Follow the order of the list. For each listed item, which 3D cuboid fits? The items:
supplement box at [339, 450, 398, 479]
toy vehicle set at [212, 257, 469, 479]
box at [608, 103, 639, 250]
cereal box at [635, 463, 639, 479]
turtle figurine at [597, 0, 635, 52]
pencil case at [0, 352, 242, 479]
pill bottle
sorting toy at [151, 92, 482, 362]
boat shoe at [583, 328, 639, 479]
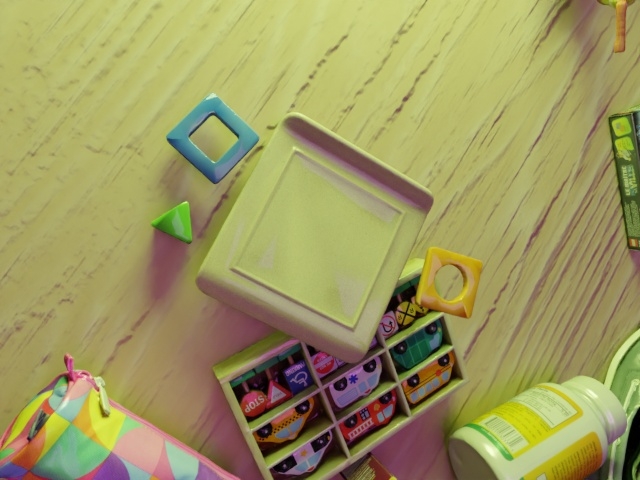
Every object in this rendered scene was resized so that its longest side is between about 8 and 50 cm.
[{"bbox_3d":[0.063,0.274,0.533,0.043,0.083,0.055,-44,110,-13],"label":"supplement box"},{"bbox_3d":[0.035,0.151,0.534,0.267,0.035,0.166,-26,105,-19],"label":"toy vehicle set"},{"bbox_3d":[0.493,-0.099,0.706,0.114,0.036,0.207,-22,104,-20],"label":"box"},{"bbox_3d":[0.506,0.293,0.670,0.240,0.047,0.173,-63,157,8],"label":"cereal box"},{"bbox_3d":[0.341,-0.372,0.584,0.217,0.087,0.269,-33,99,-25],"label":"turtle figurine"},{"bbox_3d":[-0.163,0.210,0.423,0.104,0.104,0.236,-47,112,-12],"label":"pencil case"},{"bbox_3d":[0.279,0.254,0.607,0.208,0.117,0.117,-20,103,-20],"label":"pill bottle"},{"bbox_3d":[0.000,0.000,0.483,0.348,0.047,0.196,29,81,-11],"label":"sorting toy"},{"bbox_3d":[0.473,0.255,0.700,0.319,0.099,0.116,-47,109,-13],"label":"boat shoe"}]
